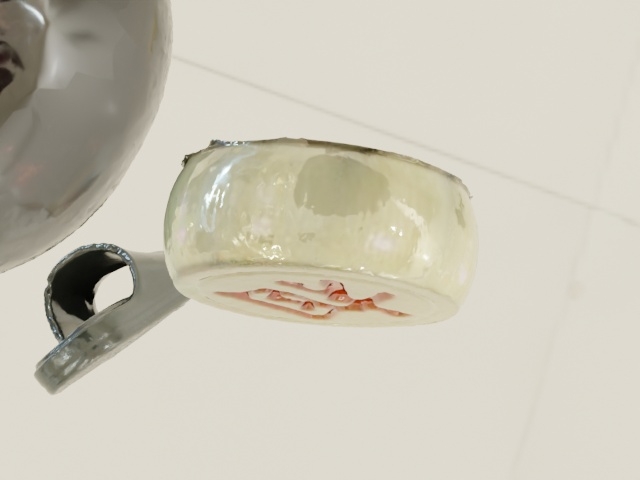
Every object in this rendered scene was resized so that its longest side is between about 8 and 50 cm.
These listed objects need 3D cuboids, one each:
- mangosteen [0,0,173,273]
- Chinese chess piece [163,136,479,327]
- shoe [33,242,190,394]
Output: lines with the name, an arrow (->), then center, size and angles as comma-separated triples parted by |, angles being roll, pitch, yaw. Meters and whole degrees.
mangosteen -> -0.237, -0.126, 1.085 | 0.297, 0.313, 0.296 | -9, 113, -23
Chinese chess piece -> 0.000, 0.000, 0.737 | 0.122, 0.122, 0.051 | 15, 74, -27
shoe -> -0.177, 0.046, 1.559 | 0.108, 0.241, 0.093 | -38, 91, 19
